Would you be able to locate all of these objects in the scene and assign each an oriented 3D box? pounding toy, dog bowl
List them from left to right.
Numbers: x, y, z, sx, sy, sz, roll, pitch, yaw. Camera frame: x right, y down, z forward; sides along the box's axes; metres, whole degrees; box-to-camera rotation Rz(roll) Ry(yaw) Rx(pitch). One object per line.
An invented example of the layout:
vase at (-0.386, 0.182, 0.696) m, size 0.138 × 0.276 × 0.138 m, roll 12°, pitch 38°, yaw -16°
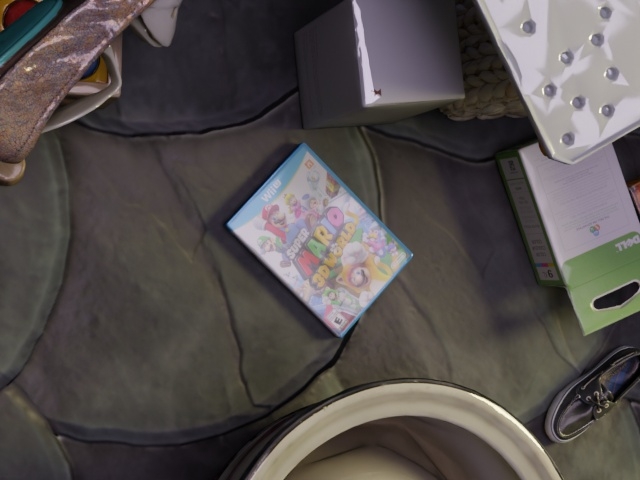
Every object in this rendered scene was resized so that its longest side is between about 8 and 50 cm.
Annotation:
pounding toy at (-0.278, -0.156, 1.207) m, size 0.181 × 0.094 × 0.206 m, roll 2°, pitch 86°, yaw -19°
dog bowl at (0.047, 0.331, 1.243) m, size 0.408 × 0.150 × 0.408 m, roll 2°, pitch 87°, yaw -27°

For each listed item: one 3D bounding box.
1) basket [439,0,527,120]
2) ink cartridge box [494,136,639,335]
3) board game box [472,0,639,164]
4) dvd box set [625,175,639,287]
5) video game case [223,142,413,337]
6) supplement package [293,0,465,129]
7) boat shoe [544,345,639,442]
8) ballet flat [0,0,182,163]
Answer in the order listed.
basket at (0.304, -0.264, 1.284) m, size 0.328 × 0.331 × 0.266 m, roll -4°, pitch 90°, yaw -18°
ink cartridge box at (0.276, -0.015, 1.402) m, size 0.109 × 0.062 × 0.209 m, roll -22°, pitch 95°, yaw -18°
board game box at (0.263, -0.319, 1.078) m, size 0.390 × 0.050 × 0.390 m, roll -30°, pitch 100°, yaw -12°
dvd box set at (0.557, 0.008, 1.494) m, size 0.420 × 0.062 × 0.307 m, roll -22°, pitch 94°, yaw -18°
video game case at (0.000, 0.000, 1.335) m, size 0.166 × 0.015 × 0.119 m, roll 45°, pitch 76°, yaw -11°
supplement package at (0.053, -0.171, 1.273) m, size 0.105 × 0.179 × 0.105 m, roll -5°, pitch 90°, yaw -19°
boat shoe at (0.298, 0.163, 1.413) m, size 0.142 × 0.040 × 0.049 m, roll -42°, pitch 100°, yaw -16°
ballet flat at (-0.193, -0.190, 1.147) m, size 0.316 × 0.107 × 0.106 m, roll -45°, pitch 122°, yaw -10°
